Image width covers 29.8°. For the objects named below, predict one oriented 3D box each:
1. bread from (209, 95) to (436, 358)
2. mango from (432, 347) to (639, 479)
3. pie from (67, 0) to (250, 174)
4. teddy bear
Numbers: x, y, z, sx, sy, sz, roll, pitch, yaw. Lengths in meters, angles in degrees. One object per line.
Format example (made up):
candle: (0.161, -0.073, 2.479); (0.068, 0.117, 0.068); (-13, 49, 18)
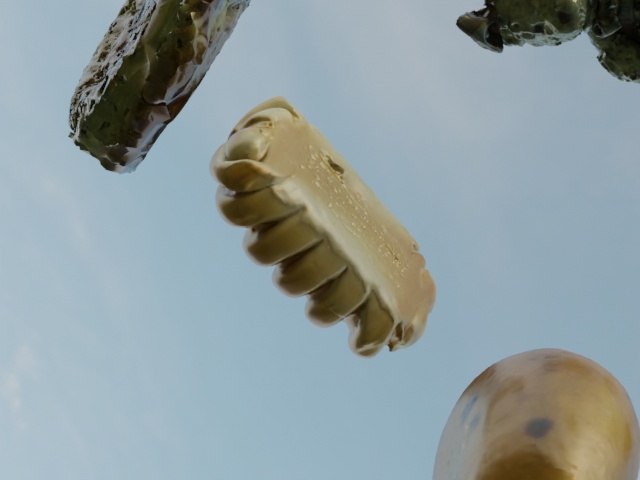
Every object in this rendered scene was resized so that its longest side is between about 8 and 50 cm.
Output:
bread: (0.000, 0.000, 1.330); (0.121, 0.173, 0.311); (-31, -74, 34)
mango: (0.102, 0.107, 0.572); (0.090, 0.178, 0.115); (28, -93, 7)
pie: (-0.118, -0.212, 1.050); (0.103, 0.354, 0.288); (27, -68, -11)
teddy bear: (0.218, -0.187, 0.893); (0.213, 0.111, 0.133); (8, -59, 19)
